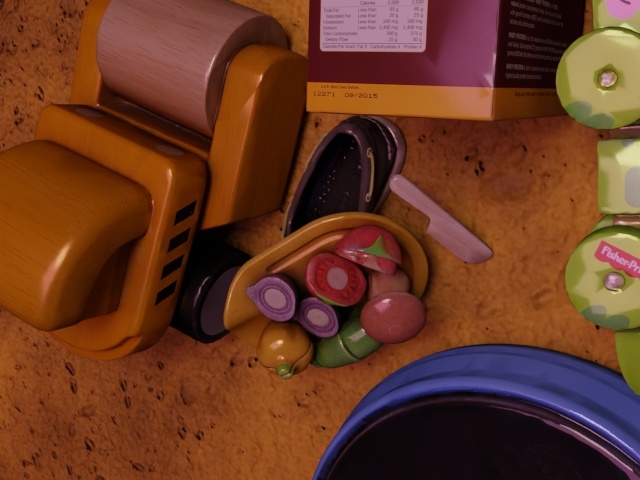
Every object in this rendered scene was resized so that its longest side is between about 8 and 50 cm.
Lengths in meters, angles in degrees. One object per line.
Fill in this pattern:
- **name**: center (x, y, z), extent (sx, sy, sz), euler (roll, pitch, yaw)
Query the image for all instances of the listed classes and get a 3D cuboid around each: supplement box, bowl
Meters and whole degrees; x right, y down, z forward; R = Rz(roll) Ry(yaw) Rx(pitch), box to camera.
- **supplement box**: center (0.095, -0.184, 0.594), extent (0.129, 0.191, 0.194), euler (8, 103, 30)
- **bowl**: center (0.154, 0.280, 0.696), extent (0.391, 0.077, 0.391), euler (6, 102, 32)

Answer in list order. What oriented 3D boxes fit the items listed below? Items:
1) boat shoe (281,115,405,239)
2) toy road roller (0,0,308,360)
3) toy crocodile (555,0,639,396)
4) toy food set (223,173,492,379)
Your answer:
- **boat shoe**: center (0.000, 0.000, 0.753), extent (0.081, 0.068, 0.228), euler (28, 111, 24)
- **toy road roller**: center (-0.172, -0.054, 0.747), extent (0.202, 0.240, 0.330), euler (25, 110, 25)
- **toy crocodile**: center (0.223, -0.053, 0.586), extent (0.105, 0.115, 0.341), euler (-1, 99, 26)
- **toy food set**: center (0.021, 0.049, 0.693), extent (0.218, 0.071, 0.128), euler (-33, 123, 21)
